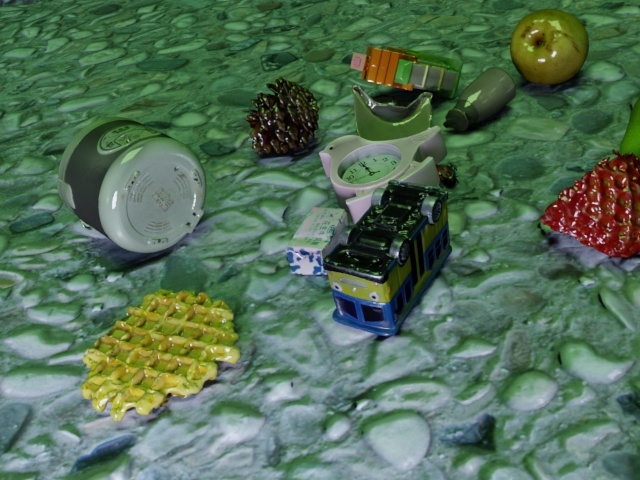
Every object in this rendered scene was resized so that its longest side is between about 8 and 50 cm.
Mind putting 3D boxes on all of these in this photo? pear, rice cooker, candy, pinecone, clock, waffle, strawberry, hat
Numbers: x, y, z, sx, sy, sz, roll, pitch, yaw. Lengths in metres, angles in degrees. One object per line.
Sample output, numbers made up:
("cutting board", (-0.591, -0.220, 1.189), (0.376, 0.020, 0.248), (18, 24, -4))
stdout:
("pear", (0.620, -0.522, 2.026), (0.208, 0.209, 0.209), (-7, 36, 5))
("rice cooker", (-0.429, -0.134, 1.722), (0.288, 0.288, 0.277), (-34, 42, -28))
("candy", (0.000, 0.000, 1.593), (0.092, 0.073, 0.160), (3, 39, 26))
("pinecone", (-0.107, -0.318, 1.953), (0.204, 0.184, 0.179), (-13, -9, 26))
("clock", (0.154, -0.182, 1.756), (0.290, 0.080, 0.275), (-25, 38, -5))
("waffle", (-0.307, 0.203, 1.417), (0.311, 0.060, 0.307), (-25, 38, -21))
("clock", (0.222, -0.469, 2.040), (0.219, 0.106, 0.255), (24, 19, 38))
("strawberry", (0.557, -0.045, 1.454), (0.234, 0.234, 0.178), (-24, 69, -17))
("hat", (0.175, -0.304, 1.961), (0.214, 0.149, 0.245), (8, 73, -1))

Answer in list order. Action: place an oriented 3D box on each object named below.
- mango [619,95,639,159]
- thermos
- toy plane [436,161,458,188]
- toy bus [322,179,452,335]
("mango", (0.781, -0.265, 1.666), (0.343, 0.156, 0.192), (-35, 41, -27))
("thermos", (0.398, -0.353, 1.953), (0.193, 0.105, 0.137), (-41, 19, -25))
("toy plane", (0.280, -0.162, 1.765), (0.060, 0.037, 0.145), (-20, 37, -6))
("toy bus", (0.134, 0.026, 1.434), (0.138, 0.175, 0.288), (14, 43, 30))
